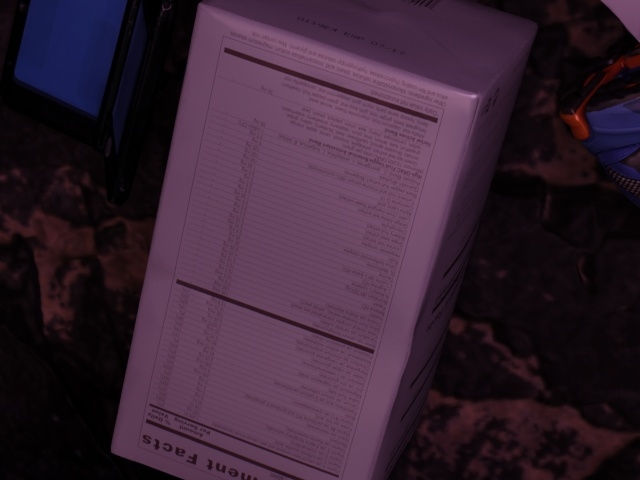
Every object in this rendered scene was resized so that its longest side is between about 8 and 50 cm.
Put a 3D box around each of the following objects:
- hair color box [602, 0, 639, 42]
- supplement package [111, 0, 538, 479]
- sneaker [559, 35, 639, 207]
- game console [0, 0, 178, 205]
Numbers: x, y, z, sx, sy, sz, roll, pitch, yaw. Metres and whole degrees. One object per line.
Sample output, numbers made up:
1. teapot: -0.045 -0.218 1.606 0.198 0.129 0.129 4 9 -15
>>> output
1. hair color box: 0.201 -0.254 0.625 0.174 0.105 0.347 46 126 -2
2. supplement package: 0.000 0.000 0.807 0.139 0.134 0.244 20 116 11
3. sneaker: 0.224 -0.069 0.740 0.221 0.083 0.087 -14 119 30
4. game console: -0.124 -0.097 0.851 0.071 0.107 0.122 10 118 -15
